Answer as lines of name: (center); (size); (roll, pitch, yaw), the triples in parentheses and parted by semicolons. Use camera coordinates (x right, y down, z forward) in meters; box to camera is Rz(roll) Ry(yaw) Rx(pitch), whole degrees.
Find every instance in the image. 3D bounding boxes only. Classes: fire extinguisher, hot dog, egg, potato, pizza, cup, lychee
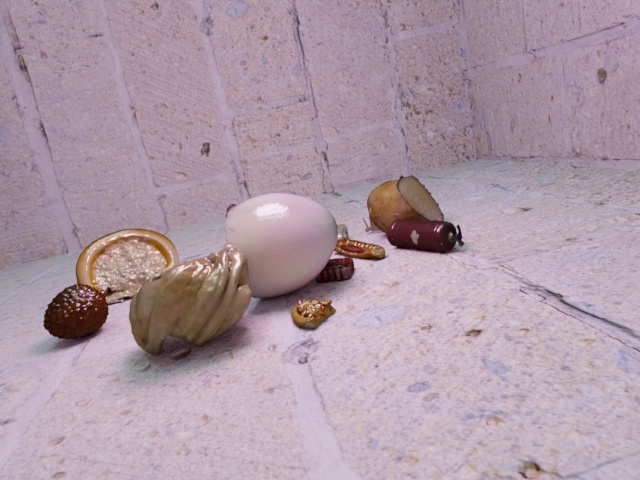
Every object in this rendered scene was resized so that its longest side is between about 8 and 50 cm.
fire extinguisher: (0.403, -0.025, 1.775); (0.337, 0.135, 0.114); (7, 58, 52)
hot dog: (0.150, 0.031, 1.900); (0.083, 0.068, 0.289); (-12, 10, -34)
egg: (-0.104, -0.001, 1.593); (0.340, 0.354, 0.354); (-14, 13, 11)
potato: (0.346, -0.125, 2.049); (0.237, 0.288, 0.301); (-42, -15, 33)
pizza: (-0.024, 0.203, 1.381); (0.134, 0.046, 0.175); (-17, 14, -20)
cup: (0.256, -0.090, 2.226); (0.102, 0.099, 0.074); (-9, 13, 8)
lychee: (-0.825, 0.240, 1.614); (0.238, 0.200, 0.200); (-38, 26, -32)

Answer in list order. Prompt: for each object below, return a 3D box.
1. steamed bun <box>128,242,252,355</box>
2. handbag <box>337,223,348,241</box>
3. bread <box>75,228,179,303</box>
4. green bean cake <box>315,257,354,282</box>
steamed bun: (-0.358, 0.181, 1.350); (0.372, 0.230, 0.325); (-30, -4, -26)
handbag: (0.000, 0.000, 2.137); (0.256, 0.079, 0.219); (-9, 17, 16)
bread: (-0.844, 0.134, 2.073); (0.424, 0.329, 0.245); (-21, -25, -33)
green bean cake: (0.051, 0.104, 1.704); (0.136, 0.056, 0.135); (-8, 15, 14)
